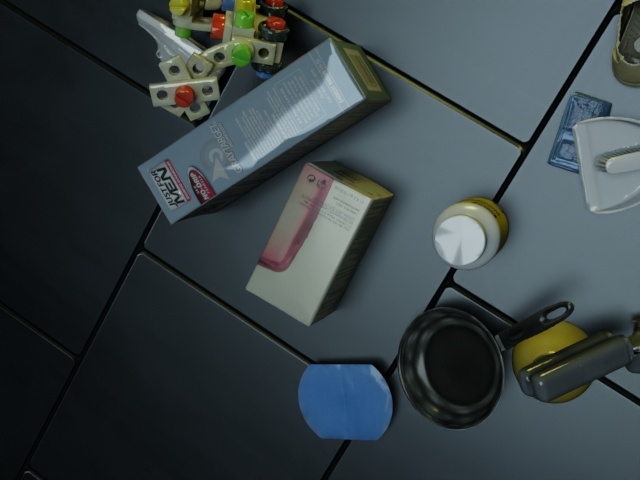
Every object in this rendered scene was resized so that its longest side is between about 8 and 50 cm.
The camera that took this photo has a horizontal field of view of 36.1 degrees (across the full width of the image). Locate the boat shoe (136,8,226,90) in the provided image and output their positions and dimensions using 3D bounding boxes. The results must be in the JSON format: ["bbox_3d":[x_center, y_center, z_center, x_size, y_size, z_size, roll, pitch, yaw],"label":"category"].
[{"bbox_3d":[-0.247,-0.325,1.678,0.184,0.066,0.063,35,104,1],"label":"boat shoe"}]

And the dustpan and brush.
[{"bbox_3d":[0.496,-0.125,1.465,0.211,0.060,0.147,-12,100,5],"label":"dustpan and brush"}]

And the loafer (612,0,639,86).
[{"bbox_3d":[0.491,-0.357,1.428,0.102,0.092,0.268,12,99,15],"label":"loafer"}]

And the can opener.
[{"bbox_3d":[0.430,0.185,1.451,0.283,0.076,0.095,-21,101,-17],"label":"can opener"}]

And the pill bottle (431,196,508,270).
[{"bbox_3d":[0.227,-0.010,1.499,0.103,0.184,0.103,2,97,16],"label":"pill bottle"}]

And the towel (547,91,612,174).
[{"bbox_3d":[0.399,-0.165,1.511,0.067,0.029,0.119,19,101,13],"label":"towel"}]

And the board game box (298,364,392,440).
[{"bbox_3d":[0.046,0.269,1.667,0.169,0.033,0.133,-3,100,22],"label":"board game box"}]

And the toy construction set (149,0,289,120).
[{"bbox_3d":[-0.163,-0.329,1.537,0.215,0.327,0.151,8,137,-8],"label":"toy construction set"}]

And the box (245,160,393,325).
[{"bbox_3d":[0.000,0.000,1.589,0.127,0.148,0.232,30,103,12],"label":"box"}]

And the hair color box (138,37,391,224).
[{"bbox_3d":[-0.086,-0.173,1.576,0.374,0.185,0.113,-32,88,18],"label":"hair color box"}]

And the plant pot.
[{"bbox_3d":[0.361,0.197,1.527,0.134,0.095,0.134,2,97,16],"label":"plant pot"}]

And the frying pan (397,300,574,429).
[{"bbox_3d":[0.242,0.155,1.546,0.197,0.053,0.326,46,119,26],"label":"frying pan"}]
